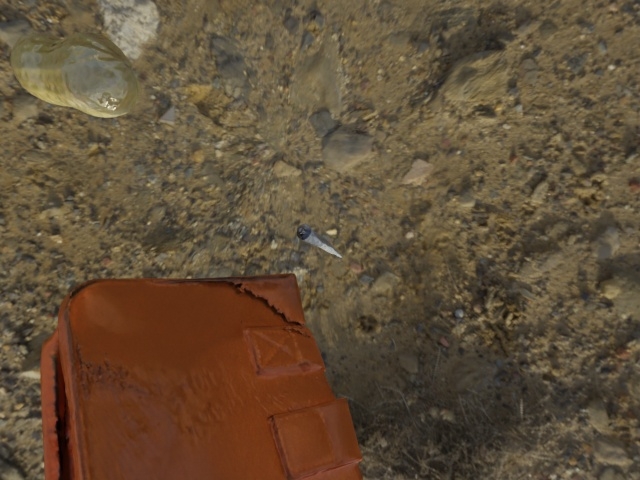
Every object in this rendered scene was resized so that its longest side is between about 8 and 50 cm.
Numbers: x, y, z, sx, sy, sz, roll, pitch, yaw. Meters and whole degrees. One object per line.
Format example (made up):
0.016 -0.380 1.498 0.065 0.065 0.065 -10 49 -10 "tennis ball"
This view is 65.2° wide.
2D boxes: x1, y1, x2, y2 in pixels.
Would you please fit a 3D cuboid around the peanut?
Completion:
-0.318 -0.217 0.639 0.215 0.090 0.098 17 109 25 "peanut"

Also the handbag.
-0.094 0.223 0.495 0.304 0.409 0.116 3 142 -39 "handbag"

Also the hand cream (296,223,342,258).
0.000 0.000 0.600 0.019 0.093 0.030 -48 60 9 "hand cream"
